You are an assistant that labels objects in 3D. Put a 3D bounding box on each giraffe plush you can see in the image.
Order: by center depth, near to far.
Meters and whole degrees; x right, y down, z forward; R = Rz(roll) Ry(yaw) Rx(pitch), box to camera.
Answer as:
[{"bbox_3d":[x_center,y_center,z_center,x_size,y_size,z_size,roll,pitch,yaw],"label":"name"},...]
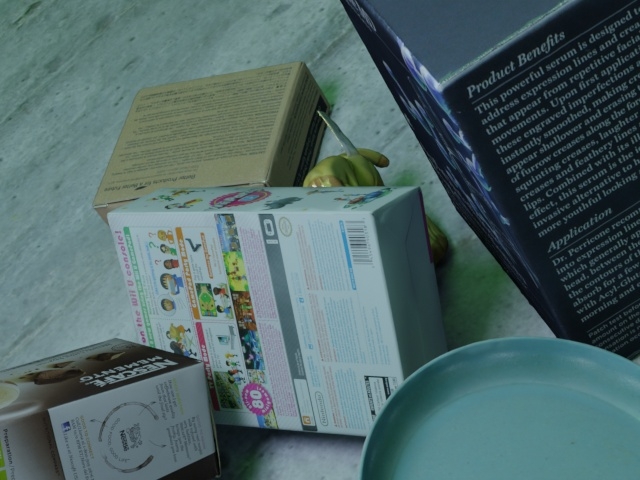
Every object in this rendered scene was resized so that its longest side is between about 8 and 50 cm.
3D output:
[{"bbox_3d":[0.000,0.000,1.526,0.170,0.181,0.210,-45,56,21],"label":"giraffe plush"}]

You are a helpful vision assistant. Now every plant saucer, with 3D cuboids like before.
[{"bbox_3d":[0.185,0.216,1.186,0.318,0.043,0.317,4,50,-5],"label":"plant saucer"}]

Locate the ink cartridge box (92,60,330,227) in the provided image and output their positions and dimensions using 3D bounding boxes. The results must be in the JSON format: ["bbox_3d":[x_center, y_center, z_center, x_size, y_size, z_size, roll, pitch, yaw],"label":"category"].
[{"bbox_3d":[-0.124,-0.099,1.737,0.235,0.088,0.193,-6,50,27],"label":"ink cartridge box"}]

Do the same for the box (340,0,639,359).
[{"bbox_3d":[0.200,-0.126,1.328,0.212,0.395,0.293,-33,41,0],"label":"box"}]

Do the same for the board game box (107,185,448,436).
[{"bbox_3d":[-0.039,0.063,1.417,0.303,0.224,0.097,1,20,32],"label":"board game box"}]

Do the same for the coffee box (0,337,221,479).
[{"bbox_3d":[-0.262,0.189,1.359,0.297,0.118,0.168,-15,13,-35],"label":"coffee box"}]
